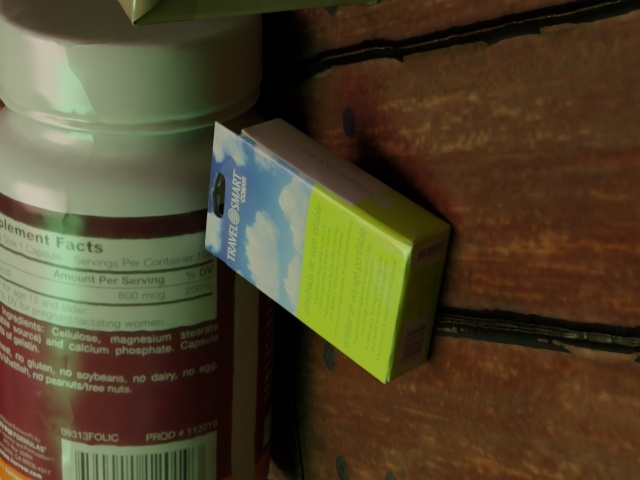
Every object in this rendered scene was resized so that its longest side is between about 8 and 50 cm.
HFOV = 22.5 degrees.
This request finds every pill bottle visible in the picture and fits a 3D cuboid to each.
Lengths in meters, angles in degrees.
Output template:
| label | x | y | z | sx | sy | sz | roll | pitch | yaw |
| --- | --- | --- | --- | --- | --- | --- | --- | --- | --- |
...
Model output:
| label | x | y | z | sx | sy | sz | roll | pitch | yaw |
| --- | --- | --- | --- | --- | --- | --- | --- | --- | --- |
| pill bottle | -0.143 | 0.011 | 1.208 | 0.224 | 0.224 | 0.392 | -136 | 43 | -56 |

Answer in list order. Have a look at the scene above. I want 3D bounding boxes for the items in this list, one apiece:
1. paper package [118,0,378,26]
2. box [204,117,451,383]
| label | x | y | z | sx | sy | sz | roll | pitch | yaw |
| --- | --- | --- | --- | --- | --- | --- | --- | --- | --- |
| paper package | -0.081 | -0.337 | 1.018 | 0.325 | 0.168 | 0.309 | -124 | 33 | -47 |
| box | 0.000 | 0.000 | 1.032 | 0.178 | 0.042 | 0.109 | 35 | 132 | 34 |
